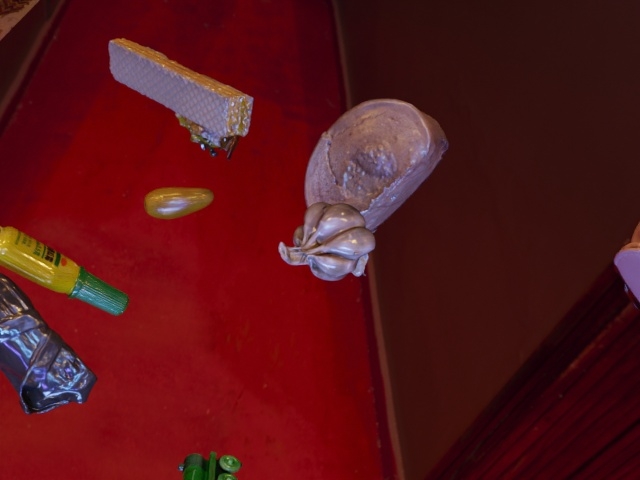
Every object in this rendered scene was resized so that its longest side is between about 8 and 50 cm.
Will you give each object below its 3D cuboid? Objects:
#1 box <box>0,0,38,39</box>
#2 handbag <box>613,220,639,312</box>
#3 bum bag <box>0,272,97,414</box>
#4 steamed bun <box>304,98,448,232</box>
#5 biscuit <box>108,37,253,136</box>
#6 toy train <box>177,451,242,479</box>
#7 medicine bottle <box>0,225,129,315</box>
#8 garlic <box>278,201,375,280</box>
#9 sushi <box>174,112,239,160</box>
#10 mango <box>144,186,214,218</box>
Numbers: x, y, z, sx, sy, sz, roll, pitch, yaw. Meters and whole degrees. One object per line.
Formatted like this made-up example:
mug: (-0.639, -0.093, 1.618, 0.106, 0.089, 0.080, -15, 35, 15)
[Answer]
box: (-0.416, -0.346, 0.795, 0.076, 0.274, 0.174, 48, 7, -2)
handbag: (0.327, 0.026, 0.483, 0.205, 0.116, 0.179, 44, -6, -27)
bum bag: (-0.561, 0.194, 1.177, 0.142, 0.079, 0.326, -41, 95, -7)
steamed bun: (0.096, -0.154, 1.279, 0.199, 0.301, 0.251, 47, 18, 9)
biscuit: (-0.304, -0.322, 1.334, 0.378, 0.094, 0.054, 30, 38, 23)
toy train: (-0.206, 0.466, 1.139, 0.119, 0.085, 0.251, 17, 11, -12)
medicine bottle: (-0.549, 0.074, 1.353, 0.309, 0.076, 0.111, 37, 8, -32)
garlic: (0.000, 0.000, 1.033, 0.194, 0.127, 0.131, 0, 38, -45)
sushi: (-0.349, -0.356, 1.978, 0.296, 0.179, 0.167, 34, 14, 13)
mango: (-0.375, -0.101, 1.690, 0.183, 0.085, 0.102, -5, 4, -7)
